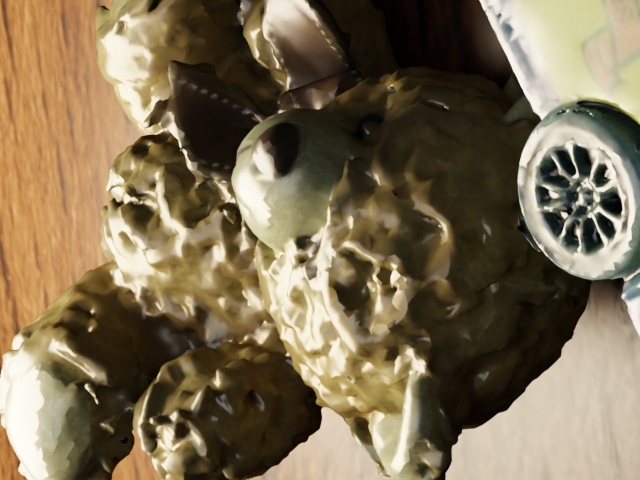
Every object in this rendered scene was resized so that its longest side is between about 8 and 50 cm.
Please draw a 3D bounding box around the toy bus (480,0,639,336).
[{"bbox_3d":[0.133,-0.129,0.603,0.190,0.152,0.312,-37,74,50],"label":"toy bus"}]

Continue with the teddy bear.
[{"bbox_3d":[0.000,0.000,0.802,0.256,0.156,0.267,5,76,53],"label":"teddy bear"}]
